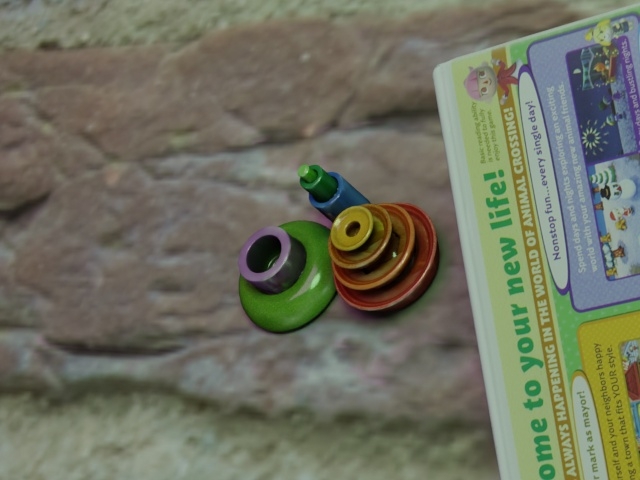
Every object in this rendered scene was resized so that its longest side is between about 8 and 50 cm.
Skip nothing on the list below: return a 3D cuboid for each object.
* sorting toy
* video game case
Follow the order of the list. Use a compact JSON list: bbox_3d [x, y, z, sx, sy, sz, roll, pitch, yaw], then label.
[{"bbox_3d":[0.000,0.000,0.782,0.102,0.042,0.061,-9,58,33],"label":"sorting toy"},{"bbox_3d":[0.140,0.019,0.625,0.193,0.023,0.212,-15,79,29],"label":"video game case"}]
